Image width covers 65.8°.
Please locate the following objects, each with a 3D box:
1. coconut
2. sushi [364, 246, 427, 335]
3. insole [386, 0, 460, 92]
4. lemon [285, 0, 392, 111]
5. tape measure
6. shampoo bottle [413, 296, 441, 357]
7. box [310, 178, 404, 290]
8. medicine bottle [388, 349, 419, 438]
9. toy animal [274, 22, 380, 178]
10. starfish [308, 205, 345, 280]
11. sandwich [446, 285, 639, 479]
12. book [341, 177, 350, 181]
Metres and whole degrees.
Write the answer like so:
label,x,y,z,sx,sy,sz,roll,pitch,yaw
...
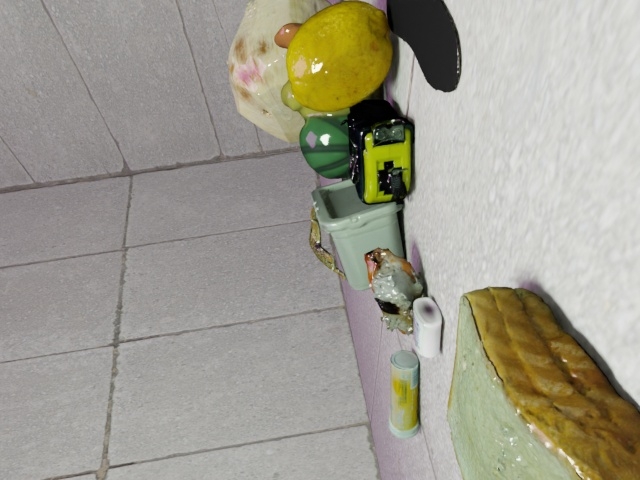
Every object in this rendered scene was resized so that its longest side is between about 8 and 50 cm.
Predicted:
label,x,y,z,sx,sy,sz,roll,pitch,yaw
coconut,-0.085,-0.475,1.381,0.415,0.345,0.414,175,90,-87
sushi,0.151,0.106,0.937,0.103,0.097,0.226,-92,-18,-48
insole,0.141,-0.312,0.720,0.348,0.009,0.118,-103,6,-52
lemon,0.034,-0.323,0.879,0.170,0.208,0.169,48,-151,-38
tape measure,0.106,-0.154,0.923,0.199,0.112,0.186,-101,1,-60
shampoo bottle,0.187,0.159,0.872,0.072,0.043,0.099,-101,2,-55
box,0.093,-0.023,1.134,0.312,0.176,0.182,-106,-1,-71
medicine bottle,0.192,0.352,1.133,0.074,0.074,0.218,-103,8,-60
toy animal,0.036,-0.298,1.069,0.191,0.216,0.337,15,119,58
starfish,0.000,0.000,1.170,0.175,0.053,0.208,76,168,-49
sandwich,0.190,0.186,0.472,0.226,0.087,0.251,-101,3,-52
book,0.103,-0.164,1.621,0.371,0.043,0.260,-104,6,-63
